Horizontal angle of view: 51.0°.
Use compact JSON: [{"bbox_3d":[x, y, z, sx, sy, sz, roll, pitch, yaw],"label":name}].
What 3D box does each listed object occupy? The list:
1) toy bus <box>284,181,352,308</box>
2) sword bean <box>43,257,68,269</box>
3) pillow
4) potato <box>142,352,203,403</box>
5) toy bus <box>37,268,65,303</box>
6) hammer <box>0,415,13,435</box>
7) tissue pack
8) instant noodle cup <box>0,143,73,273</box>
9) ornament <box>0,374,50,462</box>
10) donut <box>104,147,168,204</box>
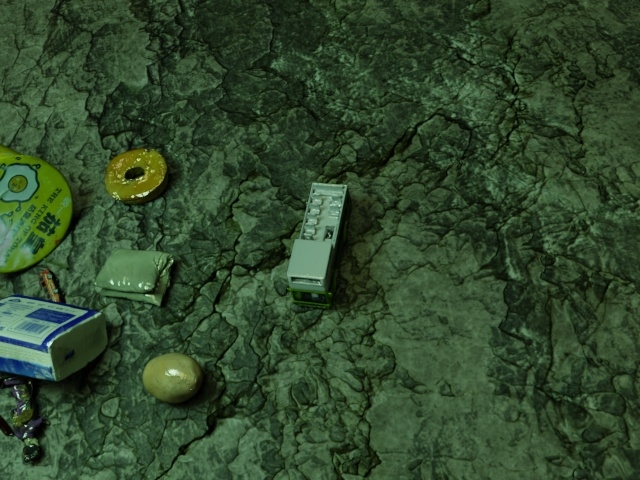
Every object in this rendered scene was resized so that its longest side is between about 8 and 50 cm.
[{"bbox_3d":[0.000,0.000,1.577,0.113,0.139,0.302,5,59,12],"label":"toy bus"},{"bbox_3d":[-0.693,0.061,1.756,0.083,0.012,0.012,17,64,21],"label":"sword bean"},{"bbox_3d":[-0.461,0.083,1.659,0.181,0.078,0.134,5,58,18],"label":"pillow"},{"bbox_3d":[-0.325,0.301,1.488,0.146,0.112,0.112,0,60,20],"label":"potato"},{"bbox_3d":[-0.684,0.124,1.705,0.043,0.031,0.110,-34,59,-2],"label":"toy bus"},{"bbox_3d":[-0.770,0.402,1.566,0.178,0.021,0.065,36,73,24],"label":"hammer"},{"bbox_3d":[-0.663,0.226,1.541,0.269,0.209,0.137,8,106,15],"label":"tissue pack"},{"bbox_3d":[-0.847,-0.110,1.729,0.254,0.326,0.325,32,70,35],"label":"instant noodle cup"},{"bbox_3d":[-0.660,0.398,1.520,0.081,0.088,0.203,-18,68,-28],"label":"ornament"},{"bbox_3d":[-0.494,-0.169,1.824,0.178,0.065,0.162,0,65,10],"label":"donut"}]
